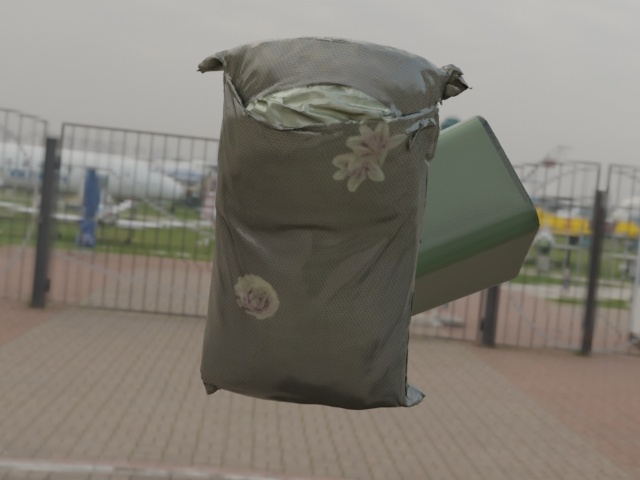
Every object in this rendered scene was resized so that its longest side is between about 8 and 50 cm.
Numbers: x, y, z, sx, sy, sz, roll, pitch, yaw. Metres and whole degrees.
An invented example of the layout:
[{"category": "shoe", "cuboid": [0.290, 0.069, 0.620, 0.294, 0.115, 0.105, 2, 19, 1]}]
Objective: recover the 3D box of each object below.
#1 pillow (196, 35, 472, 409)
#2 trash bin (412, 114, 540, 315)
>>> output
[{"category": "pillow", "cuboid": [0.000, 0.000, 0.678, 0.169, 0.255, 0.059, 5, 22, 3]}, {"category": "trash bin", "cuboid": [0.064, 0.009, 1.311, 0.343, 0.158, 0.223, -21, -19, -5]}]
